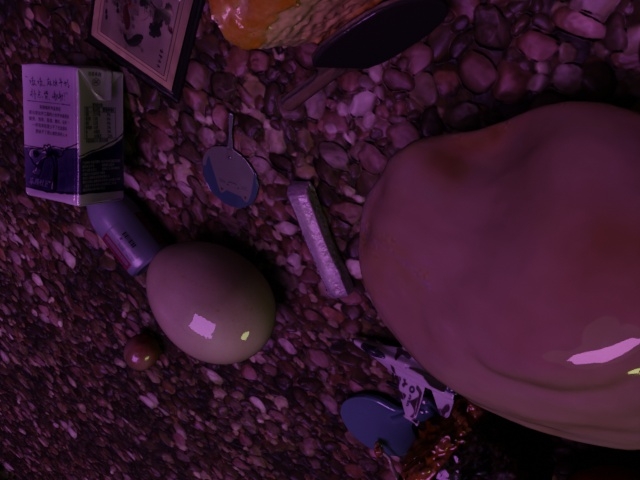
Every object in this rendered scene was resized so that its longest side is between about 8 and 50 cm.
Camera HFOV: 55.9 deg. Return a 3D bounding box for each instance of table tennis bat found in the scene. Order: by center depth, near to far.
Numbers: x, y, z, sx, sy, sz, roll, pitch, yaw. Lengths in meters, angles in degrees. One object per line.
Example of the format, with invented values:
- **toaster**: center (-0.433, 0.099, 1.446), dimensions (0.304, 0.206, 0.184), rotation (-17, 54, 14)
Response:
- **table tennis bat**: center (0.039, -0.215, 0.709), dimensions (0.247, 0.138, 0.022), rotation (-23, 83, 45)
- **table tennis bat**: center (0.129, 0.324, 1.088), dimensions (0.149, 0.038, 0.237), rotation (47, 138, -3)

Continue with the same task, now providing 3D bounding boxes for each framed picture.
- **framed picture**: center (-0.272, -0.334, 0.912), dimensions (0.199, 0.010, 0.195), rotation (36, 133, 7)

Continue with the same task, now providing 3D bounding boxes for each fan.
- **fan**: center (-0.146, -0.128, 0.975), dimensions (0.113, 0.005, 0.175), rotation (24, 132, 19)

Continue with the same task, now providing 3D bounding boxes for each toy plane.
- **toy plane**: center (0.141, 0.197, 0.956), dimensions (0.234, 0.082, 0.159), rotation (20, 96, 57)

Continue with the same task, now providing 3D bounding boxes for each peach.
- **peach**: center (-0.399, 0.249, 1.350), dimensions (0.083, 0.083, 0.083), rotation (17, 128, 23)

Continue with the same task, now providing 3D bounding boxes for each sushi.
- **sushi**: center (0.200, 0.409, 0.959), dimensions (0.207, 0.234, 0.348), rotation (41, 101, 10)

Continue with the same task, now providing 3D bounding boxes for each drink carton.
- **drink carton**: center (-0.412, -0.179, 1.006), dimensions (0.134, 0.102, 0.222), rotation (12, 106, 29)

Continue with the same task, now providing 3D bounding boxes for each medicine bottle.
- **medicine bottle**: center (-0.381, -0.041, 1.130), dimensions (0.216, 0.090, 0.090), rotation (52, 133, 2)

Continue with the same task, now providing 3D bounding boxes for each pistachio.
- **pistachio**: center (0.244, 0.034, 0.640), dimensions (0.446, 0.281, 0.365), rotation (21, 115, 30)

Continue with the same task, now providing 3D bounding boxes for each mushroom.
- **mushroom**: center (0.164, 0.494, 1.072), dimensions (0.286, 0.028, 0.026), rotation (64, 156, 20)

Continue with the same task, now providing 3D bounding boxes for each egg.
- **egg**: center (-0.192, 0.101, 1.036), dimensions (0.254, 0.188, 0.188), rotation (35, 133, 15)

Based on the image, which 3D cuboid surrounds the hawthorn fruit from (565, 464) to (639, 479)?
- **hawthorn fruit**: center (0.410, 0.458, 0.868), dimensions (0.242, 0.242, 0.271), rotation (44, 143, 0)

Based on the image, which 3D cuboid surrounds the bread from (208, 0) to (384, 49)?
- **bread**: center (0.062, -0.336, 0.541), dimensions (0.375, 0.237, 0.165), rotation (-27, 91, 45)

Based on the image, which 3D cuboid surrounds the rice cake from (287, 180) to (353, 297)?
- **rice cake**: center (0.000, 0.000, 0.948), dimensions (0.047, 0.036, 0.206), rotation (-13, 112, 25)
